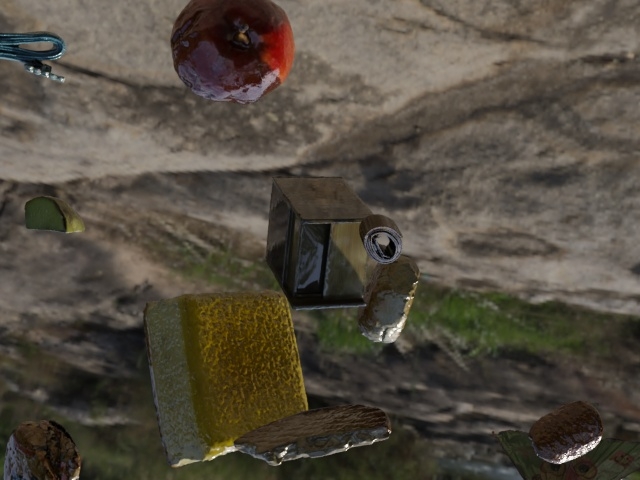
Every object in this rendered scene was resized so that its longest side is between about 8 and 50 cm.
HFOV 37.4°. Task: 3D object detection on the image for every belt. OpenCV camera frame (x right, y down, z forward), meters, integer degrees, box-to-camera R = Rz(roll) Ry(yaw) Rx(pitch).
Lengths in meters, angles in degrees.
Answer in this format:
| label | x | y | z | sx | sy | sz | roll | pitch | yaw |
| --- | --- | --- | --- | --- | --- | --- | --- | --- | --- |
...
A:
| label | x | y | z | sx | sy | sz | roll | pitch | yaw |
| --- | --- | --- | --- | --- | --- | --- | --- | --- | --- |
| belt | 0.093 | -0.002 | 1.423 | 0.059 | 0.036 | 0.083 | -26 | 133 | 7 |
| belt | -0.613 | -0.379 | 1.925 | 0.179 | 0.100 | 0.065 | 0 | -165 | -22 |

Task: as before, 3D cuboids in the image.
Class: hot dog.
| label | x | y | z | sx | sy | sz | roll | pitch | yaw |
| --- | --- | --- | --- | --- | --- | --- | --- | --- | --- |
| hot dog | 0.276 | 0.216 | 1.061 | 0.083 | 0.058 | 0.035 | -29 | 160 | 5 |

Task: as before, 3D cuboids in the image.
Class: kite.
| label | x | y | z | sx | sy | sz | roll | pitch | yaw |
| --- | --- | --- | --- | --- | --- | --- | --- | --- | --- |
| kite | 0.434 | 0.374 | 1.622 | 0.323 | 0.268 | 0.013 | -3 | 125 | 33 |

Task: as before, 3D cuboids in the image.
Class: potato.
| label | x | y | z | sx | sy | sz | roll | pitch | yaw |
| --- | --- | --- | --- | --- | --- | --- | --- | --- | --- |
| potato | -0.576 | -0.060 | 2.132 | 0.149 | 0.081 | 0.120 | 5 | -175 | 37 |

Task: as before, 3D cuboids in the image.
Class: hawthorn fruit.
| label | x | y | z | sx | sy | sz | roll | pitch | yaw |
| --- | --- | --- | --- | --- | --- | --- | --- | --- | --- |
| hawthorn fruit | -0.159 | -0.373 | 1.790 | 0.242 | 0.242 | 0.272 | 19 | 178 | -18 |

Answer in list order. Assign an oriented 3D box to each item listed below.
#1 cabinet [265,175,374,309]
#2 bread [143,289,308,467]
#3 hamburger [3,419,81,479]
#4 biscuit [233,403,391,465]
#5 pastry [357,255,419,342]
| label | x | y | z | sx | sy | sz | roll | pitch | yaw |
| --- | --- | --- | --- | --- | --- | --- | --- | --- | --- |
| cabinet | 0.000 | 0.000 | 1.720 | 0.148 | 0.174 | 0.215 | -1 | -157 | -16 |
| bread | -0.185 | 0.270 | 1.925 | 0.143 | 0.333 | 0.324 | -21 | 164 | 40 |
| hamburger | -0.625 | 0.506 | 2.099 | 0.107 | 0.231 | 0.231 | -5 | 178 | -42 |
| biscuit | -0.003 | 0.278 | 1.345 | 0.228 | 0.031 | 0.176 | -6 | -167 | 47 |
| pastry | 0.136 | 0.111 | 1.918 | 0.093 | 0.182 | 0.192 | 20 | -171 | -2 |
